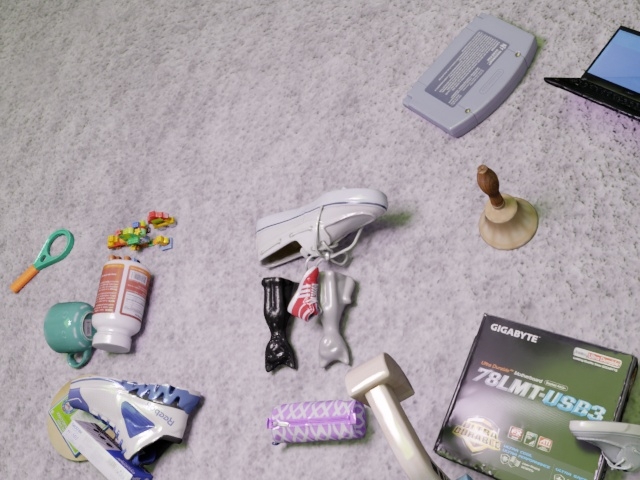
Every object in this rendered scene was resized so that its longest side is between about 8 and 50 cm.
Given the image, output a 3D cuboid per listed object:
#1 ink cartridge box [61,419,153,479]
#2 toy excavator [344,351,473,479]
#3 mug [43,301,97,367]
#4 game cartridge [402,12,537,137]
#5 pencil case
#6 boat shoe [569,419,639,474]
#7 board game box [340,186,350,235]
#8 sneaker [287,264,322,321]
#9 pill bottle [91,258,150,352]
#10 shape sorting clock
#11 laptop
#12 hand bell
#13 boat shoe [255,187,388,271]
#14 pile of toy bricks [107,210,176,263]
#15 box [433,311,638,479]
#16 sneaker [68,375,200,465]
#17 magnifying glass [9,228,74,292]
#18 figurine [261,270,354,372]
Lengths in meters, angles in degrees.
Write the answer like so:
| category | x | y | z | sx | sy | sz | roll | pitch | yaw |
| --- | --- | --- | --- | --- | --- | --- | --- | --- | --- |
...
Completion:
| category | x | y | z | sx | sy | sz | roll | pitch | yaw |
| --- | --- | --- | --- | --- | --- | --- | --- | --- | --- |
| ink cartridge box | -0.484 | 0.489 | 1.689 | 0.207 | 0.097 | 0.046 | 33 | 84 | 24 |
| toy excavator | 0.219 | 0.442 | 1.196 | 0.222 | 0.445 | 0.433 | -31 | 32 | 10 |
| mug | -0.617 | 0.230 | 1.895 | 0.097 | 0.157 | 0.129 | -6 | 40 | 21 |
| game cartridge | 0.357 | -0.387 | 1.746 | 0.297 | 0.062 | 0.198 | -48 | 60 | -2 |
| pencil case | -0.008 | 0.373 | 1.537 | 0.206 | 0.088 | 0.086 | -11 | 64 | 21 |
| boat shoe | 0.519 | 0.349 | 1.236 | 0.228 | 0.079 | 0.081 | 14 | 75 | -12 |
| board game box | 0.061 | -0.070 | 1.757 | 0.090 | 0.020 | 0.090 | 36 | 86 | 34 |
| sneaker | -0.018 | 0.117 | 1.592 | 0.067 | 0.042 | 0.118 | 30 | 99 | 30 |
| pill bottle | -0.503 | 0.166 | 1.861 | 0.121 | 0.121 | 0.216 | -5 | 64 | 24 |
| shape sorting clock | -0.576 | 0.432 | 1.816 | 0.206 | 0.040 | 0.206 | -5 | 67 | 13 |
| laptop | 0.642 | -0.350 | 1.534 | 0.234 | 0.264 | 0.136 | 35 | 121 | 35 |
| hand bell | 0.353 | -0.084 | 1.485 | 0.126 | 0.242 | 0.126 | -11 | 62 | 21 |
| boat shoe | -0.007 | -0.002 | 1.670 | 0.367 | 0.136 | 0.156 | -15 | 63 | 33 |
| pile of toy bricks | -0.492 | -0.007 | 1.948 | 0.212 | 0.105 | 0.118 | -16 | 61 | 19 |
| box | 0.398 | 0.312 | 1.377 | 0.295 | 0.073 | 0.293 | 16 | 75 | 31 |
| sneaker | -0.440 | 0.415 | 1.691 | 0.316 | 0.127 | 0.182 | 2 | 68 | 16 |
| magnifying glass | -0.794 | 0.059 | 2.115 | 0.231 | 0.026 | 0.092 | -45 | 55 | 1 |
| figurine | -0.030 | 0.183 | 1.649 | 0.215 | 0.092 | 0.209 | -7 | 71 | 22 |
